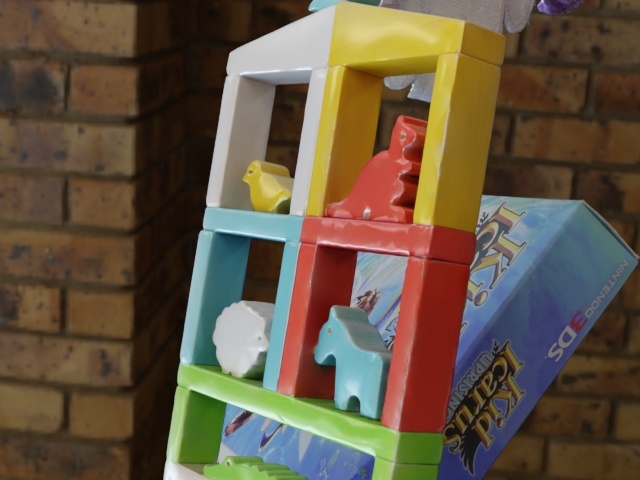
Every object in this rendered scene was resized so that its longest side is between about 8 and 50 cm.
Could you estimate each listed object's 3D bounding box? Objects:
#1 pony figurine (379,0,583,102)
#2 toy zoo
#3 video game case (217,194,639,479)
[{"bbox_3d":[0.207,-0.252,0.700,0.302,0.351,0.363,10,-160,-1],"label":"pony figurine"},{"bbox_3d":[0.000,0.000,0.534,0.030,0.293,0.192,10,178,-37],"label":"toy zoo"},{"bbox_3d":[0.036,0.085,0.683,0.061,0.269,0.244,43,168,-21],"label":"video game case"}]
